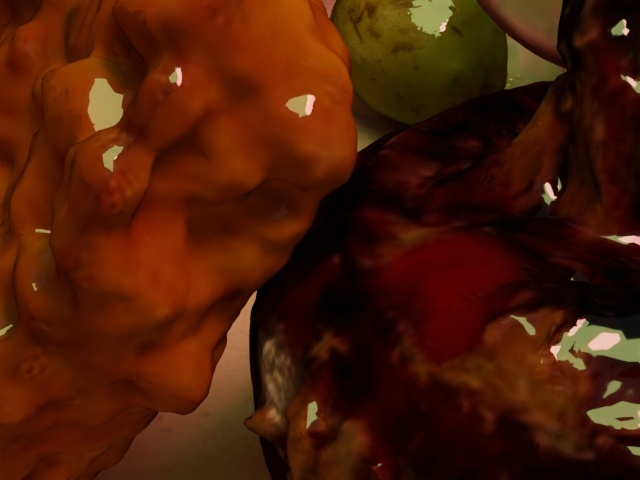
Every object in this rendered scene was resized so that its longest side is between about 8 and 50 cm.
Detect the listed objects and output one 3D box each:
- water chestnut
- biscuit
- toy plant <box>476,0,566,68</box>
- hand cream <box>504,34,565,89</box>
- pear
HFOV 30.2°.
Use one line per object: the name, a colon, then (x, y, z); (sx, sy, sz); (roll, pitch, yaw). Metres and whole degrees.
water chestnut: (0.117, 0.035, 0.484); (0.300, 0.300, 0.300); (2, 42, -2)
biscuit: (-0.117, -0.045, 0.552); (0.110, 0.318, 0.312); (18, 34, -30)
toy plant: (0.234, -0.180, 0.617); (0.317, 0.211, 0.356); (38, 28, 20)
hand cream: (0.150, -0.136, 0.854); (0.061, 0.039, 0.143); (9, 47, 2)
pear: (0.065, -0.132, 0.788); (0.107, 0.107, 0.131); (-24, 57, -28)
